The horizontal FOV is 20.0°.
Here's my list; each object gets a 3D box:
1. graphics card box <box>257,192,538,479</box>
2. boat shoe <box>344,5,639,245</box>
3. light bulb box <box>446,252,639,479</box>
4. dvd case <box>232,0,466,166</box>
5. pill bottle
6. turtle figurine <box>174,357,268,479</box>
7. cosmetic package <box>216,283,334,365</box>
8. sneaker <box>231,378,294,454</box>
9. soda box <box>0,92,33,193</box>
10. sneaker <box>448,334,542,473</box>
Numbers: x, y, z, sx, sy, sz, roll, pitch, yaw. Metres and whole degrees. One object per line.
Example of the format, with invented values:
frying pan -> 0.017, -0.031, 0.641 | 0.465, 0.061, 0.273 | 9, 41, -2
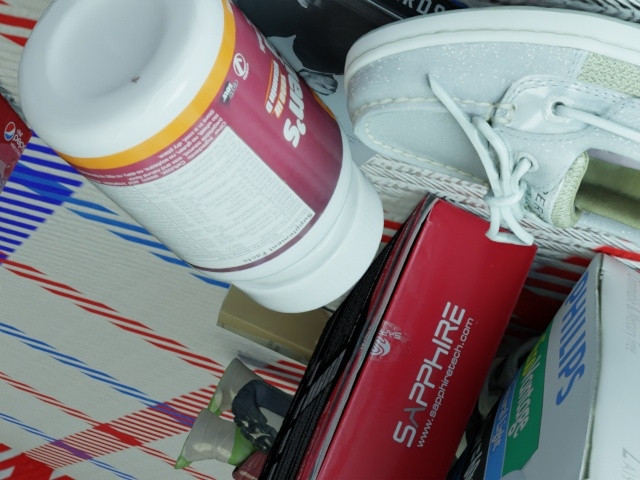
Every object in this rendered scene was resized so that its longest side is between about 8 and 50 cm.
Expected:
graphics card box -> 0.032, 0.132, 1.319 | 0.094, 0.233, 0.371 | 25, 161, -4
boat shoe -> 0.159, -0.029, 0.871 | 0.320, 0.103, 0.118 | 16, 160, 7
light bulb box -> 0.158, 0.257, 1.072 | 0.225, 0.361, 0.358 | 30, -158, -2
dvd case -> -0.020, -0.114, 1.020 | 0.179, 0.030, 0.238 | 27, 163, -10
pill bottle -> -0.057, -0.051, 0.997 | 0.121, 0.121, 0.221 | 12, 160, 36
turtle figurine -> -0.009, 0.254, 1.807 | 0.266, 0.198, 0.275 | 27, 159, 3
cosmetic package -> -0.029, 0.073, 1.556 | 0.115, 0.041, 0.060 | 24, 163, 2
sneaker -> 0.045, 0.171, 1.615 | 0.283, 0.122, 0.110 | 30, 171, -31
soda box -> -0.363, -0.099, 1.411 | 0.263, 0.092, 0.083 | 18, 161, 22
sneaker -> 0.163, 0.121, 1.359 | 0.330, 0.122, 0.146 | 4, 135, 54
